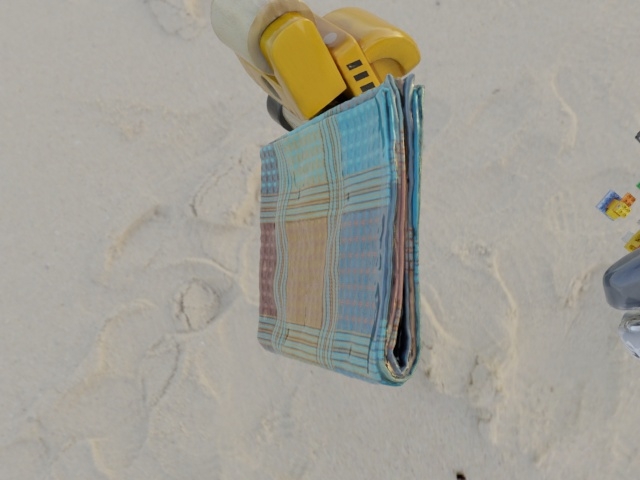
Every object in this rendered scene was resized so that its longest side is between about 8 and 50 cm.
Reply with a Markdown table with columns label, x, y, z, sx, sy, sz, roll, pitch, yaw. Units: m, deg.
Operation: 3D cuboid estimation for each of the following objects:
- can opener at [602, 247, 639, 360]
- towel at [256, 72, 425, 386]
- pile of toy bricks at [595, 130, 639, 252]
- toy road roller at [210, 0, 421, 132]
| label | x | y | z | sx | sy | sz | roll | pitch | yaw |
| --- | --- | --- | --- | --- | --- | --- | --- | --- | --- |
| can opener | 0.361 | 0.031 | 0.569 | 0.283 | 0.095 | 0.076 | -14 | 22 | 24 |
| towel | 0.000 | 0.000 | 0.813 | 0.040 | 0.370 | 0.272 | 2 | 86 | -23 |
| pile of toy bricks | 0.462 | -0.082 | 1.002 | 0.118 | 0.105 | 0.212 | 38 | 98 | -12 |
| toy road roller | 0.008 | -0.301 | 1.218 | 0.240 | 0.329 | 0.202 | -42 | 46 | -4 |
